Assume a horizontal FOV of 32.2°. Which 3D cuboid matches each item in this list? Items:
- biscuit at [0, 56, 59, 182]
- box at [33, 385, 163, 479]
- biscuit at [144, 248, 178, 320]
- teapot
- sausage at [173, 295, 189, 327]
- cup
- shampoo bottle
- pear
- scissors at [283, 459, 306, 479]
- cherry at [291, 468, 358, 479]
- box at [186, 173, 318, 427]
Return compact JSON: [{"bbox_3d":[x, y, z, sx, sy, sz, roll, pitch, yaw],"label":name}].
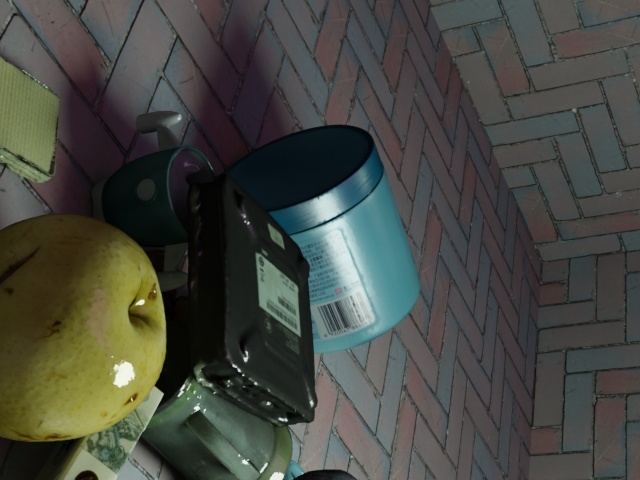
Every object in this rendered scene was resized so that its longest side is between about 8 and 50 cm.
[{"bbox_3d":[-0.467,-0.189,1.575,0.252,0.052,0.150,35,47,-59],"label":"biscuit"},{"bbox_3d":[-0.333,0.315,1.548,0.069,0.164,0.256,41,38,-12],"label":"box"},{"bbox_3d":[-0.288,0.100,1.893,0.126,0.025,0.206,45,42,-52],"label":"biscuit"},{"bbox_3d":[-0.194,0.294,1.787,0.200,0.270,0.337,-42,131,-7],"label":"teapot"},{"bbox_3d":[-0.172,0.209,1.996,0.253,0.123,0.123,60,32,-37],"label":"sausage"},{"bbox_3d":[-0.273,-0.063,1.805,0.167,0.173,0.299,17,66,-62],"label":"cup"},{"bbox_3d":[0.000,0.000,2.188,0.331,0.331,0.342,-63,138,-53],"label":"shampoo bottle"},{"bbox_3d":[-0.352,0.116,1.448,0.309,0.309,0.309,34,52,-58],"label":"pear"},{"bbox_3d":[0.043,0.615,2.311,0.447,0.029,0.192,50,13,-40],"label":"scissors"},{"bbox_3d":[0.003,0.493,1.953,0.195,0.195,0.195,34,52,-58],"label":"cherry"},{"bbox_3d":[-0.103,0.104,1.793,0.359,0.091,0.350,45,37,-57],"label":"box"}]
